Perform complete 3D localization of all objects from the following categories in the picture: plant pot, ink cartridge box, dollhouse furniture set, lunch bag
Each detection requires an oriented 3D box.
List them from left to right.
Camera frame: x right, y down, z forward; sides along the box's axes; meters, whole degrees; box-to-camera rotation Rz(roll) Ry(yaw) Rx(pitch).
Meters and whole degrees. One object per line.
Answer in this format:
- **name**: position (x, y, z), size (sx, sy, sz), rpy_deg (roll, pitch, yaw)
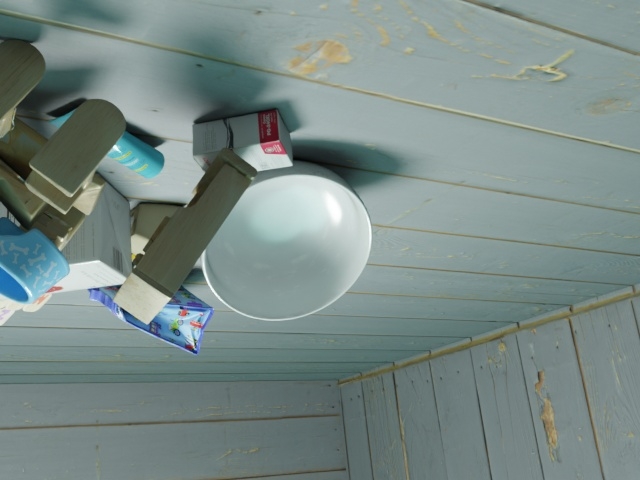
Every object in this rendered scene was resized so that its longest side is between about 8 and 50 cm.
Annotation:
- **dollhouse furniture set**: position (-0.340, -0.101, 1.248), size (0.394, 0.256, 0.362), rpy_deg (36, 150, -9)
- **lunch bag**: position (-0.465, 0.175, 2.113), size (0.293, 0.138, 0.221), rpy_deg (18, -176, -36)
- **plant pot**: position (-0.352, -0.019, 1.699), size (0.096, 0.109, 0.109), rpy_deg (19, 152, -29)
- **ink cartridge box**: position (-0.132, -0.161, 1.382), size (0.150, 0.063, 0.109), rpy_deg (-8, 162, 8)

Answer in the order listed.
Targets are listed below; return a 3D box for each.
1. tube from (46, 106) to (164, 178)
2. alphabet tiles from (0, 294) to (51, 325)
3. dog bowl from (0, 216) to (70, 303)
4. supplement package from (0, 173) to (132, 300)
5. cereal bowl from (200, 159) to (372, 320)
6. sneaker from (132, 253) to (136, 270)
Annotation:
- **tube**: position (-0.343, -0.165, 1.341), size (0.080, 0.052, 0.207), rpy_deg (-21, 151, 24)
- **alphabet tiles**: position (-0.696, 0.103, 1.835), size (0.278, 0.021, 0.284), rpy_deg (-44, 159, 10)
- **dog bowl**: position (-0.512, -0.015, 1.200), size (0.297, 0.074, 0.166), rpy_deg (45, 148, -22)
- **supplement package**: position (-0.532, 0.000, 1.568), size (0.293, 0.175, 0.177), rpy_deg (-8, 163, 6)
- **cereal bowl**: position (-0.077, -0.016, 1.595), size (0.339, 0.141, 0.339), rpy_deg (-10, 126, -13)
- **sneaker**: position (-0.458, 0.032, 1.841), size (0.185, 0.084, 0.069), rpy_deg (-8, 162, 5)
